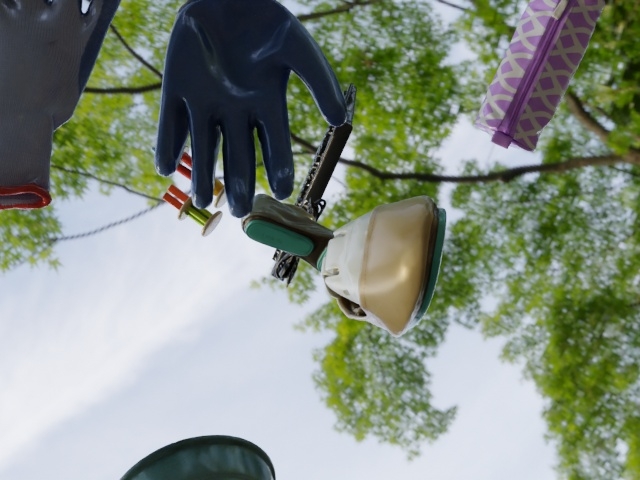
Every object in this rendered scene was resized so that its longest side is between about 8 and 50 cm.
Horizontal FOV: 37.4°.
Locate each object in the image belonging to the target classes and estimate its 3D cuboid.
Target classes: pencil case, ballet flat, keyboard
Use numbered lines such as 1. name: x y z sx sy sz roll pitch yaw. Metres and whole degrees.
1. pencil case: 0.251 -0.202 1.082 0.086 0.088 0.206 22 -80 1
2. ballet flat: 0.035 0.023 0.600 0.073 0.232 0.080 10 -103 5
3. ballet flat: 0.000 0.000 1.223 0.213 0.068 0.072 27 -46 -10
4. keyboard: -0.018 -0.060 1.381 0.033 0.202 0.317 17 -49 -8

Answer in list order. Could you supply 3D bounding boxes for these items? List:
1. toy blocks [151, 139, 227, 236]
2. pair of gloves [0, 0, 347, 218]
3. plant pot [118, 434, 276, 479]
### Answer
1. toy blocks: -0.222 -0.092 1.552 0.054 0.148 0.123 -43 -13 -50
2. pair of gloves: -0.087 -0.083 0.445 0.198 0.023 0.159 0 -112 -3
3. plant pot: -0.193 0.597 1.728 0.341 0.334 0.341 -13 -52 -16
